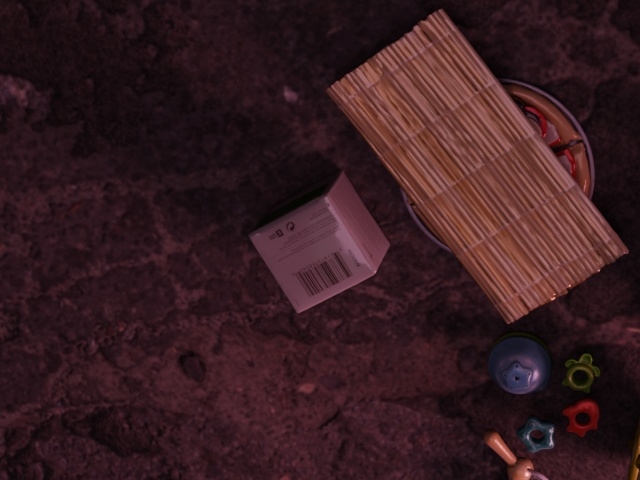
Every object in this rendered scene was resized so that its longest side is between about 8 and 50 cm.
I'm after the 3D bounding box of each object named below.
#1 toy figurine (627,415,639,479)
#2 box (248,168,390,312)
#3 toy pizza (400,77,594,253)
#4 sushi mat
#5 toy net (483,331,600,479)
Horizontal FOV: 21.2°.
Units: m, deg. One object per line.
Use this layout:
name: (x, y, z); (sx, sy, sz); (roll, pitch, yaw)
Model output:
toy figurine: (0.426, 0.132, 1.679); (0.217, 0.191, 0.362); (6, 112, 6)
box: (0.000, 0.000, 1.777); (0.101, 0.087, 0.102); (-28, 101, 21)
toy pizza: (0.176, -0.066, 1.740); (0.201, 0.032, 0.201); (4, 111, 12)
sushi mat: (0.157, -0.069, 1.716); (0.151, 0.019, 0.316); (-35, 100, 21)
toy net: (0.233, 0.213, 1.828); (0.122, 0.045, 0.232); (6, 113, 9)
